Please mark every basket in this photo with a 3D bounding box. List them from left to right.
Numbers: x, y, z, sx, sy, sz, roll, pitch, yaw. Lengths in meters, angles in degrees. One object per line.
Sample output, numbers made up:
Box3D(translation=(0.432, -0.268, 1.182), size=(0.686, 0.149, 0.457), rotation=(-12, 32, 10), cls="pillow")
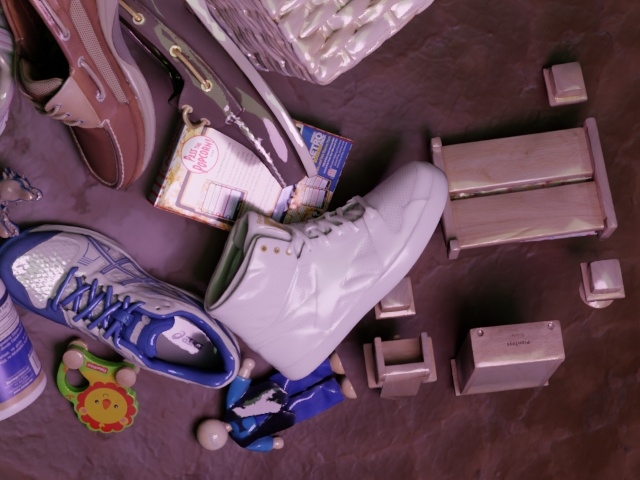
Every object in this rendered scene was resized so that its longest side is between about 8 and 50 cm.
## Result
Box3D(translation=(-0.009, -0.379, 1.734), size=(0.331, 0.266, 0.328), rotation=(-39, 110, -5), cls="basket")

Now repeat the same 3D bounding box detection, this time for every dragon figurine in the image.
Box3D(translation=(-0.441, -0.069, 1.753), size=(0.289, 0.144, 0.085), rotation=(20, 97, -1), cls="dragon figurine")

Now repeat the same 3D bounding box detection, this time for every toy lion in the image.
Box3D(translation=(-0.250, 0.169, 1.885), size=(0.100, 0.034, 0.096), rotation=(20, 113, -5), cls="toy lion")

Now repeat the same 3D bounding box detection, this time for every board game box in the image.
Box3D(translation=(-0.079, -0.079, 1.887), size=(0.193, 0.045, 0.146), rotation=(20, 95, -20), cls="board game box")

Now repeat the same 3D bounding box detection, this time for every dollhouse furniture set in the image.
Box3D(translation=(0.182, -0.006, 1.989), size=(0.303, 0.174, 0.355), rotation=(-7, 74, -4), cls="dollhouse furniture set")

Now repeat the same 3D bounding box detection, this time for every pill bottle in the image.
Box3D(translation=(-0.377, 0.094, 1.786), size=(0.112, 0.112, 0.186), rotation=(-26, 111, -11), cls="pill bottle")

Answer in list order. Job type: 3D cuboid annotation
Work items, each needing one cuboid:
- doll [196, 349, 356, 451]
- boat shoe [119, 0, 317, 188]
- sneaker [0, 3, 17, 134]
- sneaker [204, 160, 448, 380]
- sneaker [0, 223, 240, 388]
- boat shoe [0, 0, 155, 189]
Box3D(translation=(-0.059, 0.189, 1.947), size=(0.189, 0.046, 0.129), rotation=(-26, 117, -4), cls="doll")
Box3D(translation=(-0.127, -0.178, 1.774), size=(0.097, 0.116, 0.324), rotation=(-38, 102, -7), cls="boat shoe")
Box3D(translation=(-0.358, -0.216, 1.736), size=(0.103, 0.111, 0.252), rotation=(-7, 103, -16), cls="sneaker")
Box3D(translation=(0.000, 0.000, 1.845), size=(0.169, 0.108, 0.292), rotation=(38, 92, -28), cls="sneaker")
Box3D(translation=(-0.214, 0.071, 1.831), size=(0.296, 0.131, 0.112), rotation=(23, 95, -19), cls="sneaker")
Box3D(translation=(-0.262, -0.179, 1.724), size=(0.116, 0.123, 0.324), rotation=(-42, 136, -31), cls="boat shoe")
